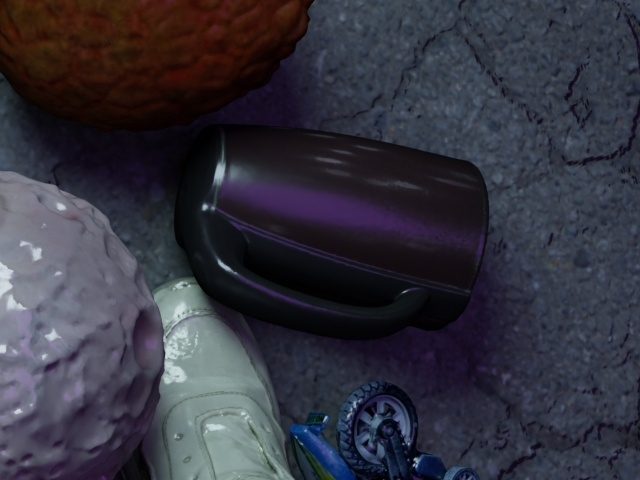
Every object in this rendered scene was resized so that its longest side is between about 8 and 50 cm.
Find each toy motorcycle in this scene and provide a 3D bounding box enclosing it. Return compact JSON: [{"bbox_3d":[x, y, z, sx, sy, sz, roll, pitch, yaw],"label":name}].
[{"bbox_3d":[0.059,0.233,1.285,0.135,0.092,0.254,-37,112,-30],"label":"toy motorcycle"}]

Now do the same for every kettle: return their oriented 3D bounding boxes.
[{"bbox_3d":[0.000,0.000,1.264,0.232,0.144,0.202,12,46,-19],"label":"kettle"}]

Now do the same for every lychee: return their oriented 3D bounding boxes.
[{"bbox_3d":[-0.153,-0.210,1.186,0.300,0.255,0.255,7,78,-10],"label":"lychee"}]

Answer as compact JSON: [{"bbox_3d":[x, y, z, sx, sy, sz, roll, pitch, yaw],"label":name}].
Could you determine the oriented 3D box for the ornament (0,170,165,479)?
[{"bbox_3d":[-0.232,0.079,1.095,0.259,0.259,0.225,64,22,-3],"label":"ornament"}]

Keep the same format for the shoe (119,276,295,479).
[{"bbox_3d":[-0.062,0.190,1.172,0.132,0.210,0.341,0,81,-25],"label":"shoe"}]
